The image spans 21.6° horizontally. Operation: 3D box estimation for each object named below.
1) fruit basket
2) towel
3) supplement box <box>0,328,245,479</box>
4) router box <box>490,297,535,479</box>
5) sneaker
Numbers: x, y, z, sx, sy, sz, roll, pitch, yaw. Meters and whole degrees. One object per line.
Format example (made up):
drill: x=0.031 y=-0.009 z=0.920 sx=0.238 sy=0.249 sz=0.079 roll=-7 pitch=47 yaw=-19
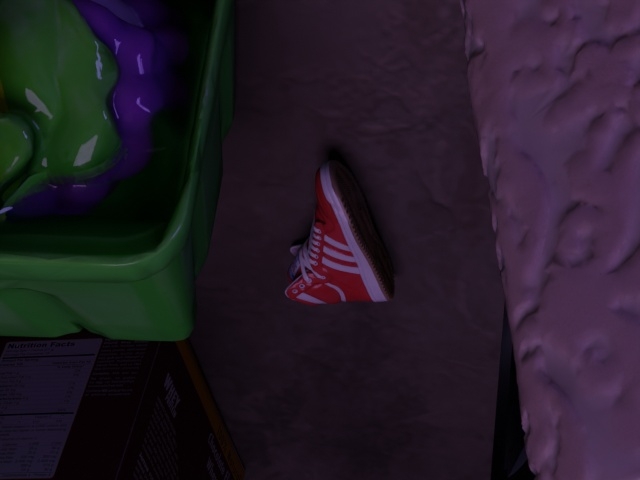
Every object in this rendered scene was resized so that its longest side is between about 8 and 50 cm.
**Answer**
fruit basket: x=-0.236 y=-0.090 z=0.853 sx=0.392 sy=0.283 sz=0.392 roll=6 pitch=150 yaw=4
towel: x=0.205 y=-0.067 z=0.747 sx=0.317 sy=0.332 sz=0.053 roll=-29 pitch=141 yaw=33
supplement box: x=-0.155 y=0.180 z=1.169 sx=0.129 sy=0.194 sz=0.191 roll=-3 pitch=133 yaw=17
router box: x=0.209 y=0.030 z=0.846 sx=0.243 sy=0.309 sz=0.081 roll=-25 pitch=128 yaw=34
sneaker: x=0.000 y=0.000 z=1.060 sx=0.067 sy=0.042 sz=0.118 roll=-8 pitch=134 yaw=17
